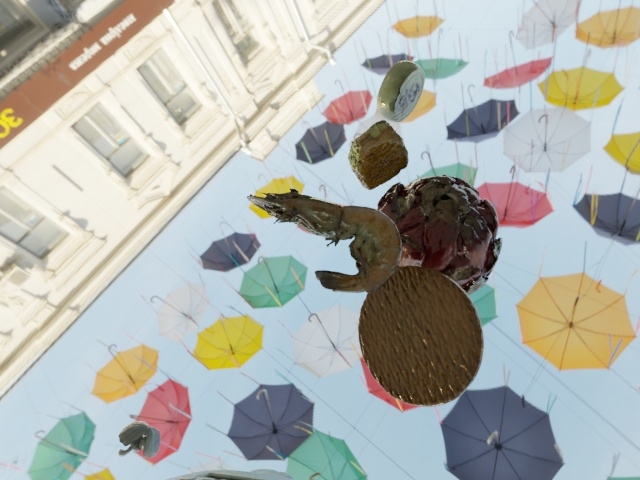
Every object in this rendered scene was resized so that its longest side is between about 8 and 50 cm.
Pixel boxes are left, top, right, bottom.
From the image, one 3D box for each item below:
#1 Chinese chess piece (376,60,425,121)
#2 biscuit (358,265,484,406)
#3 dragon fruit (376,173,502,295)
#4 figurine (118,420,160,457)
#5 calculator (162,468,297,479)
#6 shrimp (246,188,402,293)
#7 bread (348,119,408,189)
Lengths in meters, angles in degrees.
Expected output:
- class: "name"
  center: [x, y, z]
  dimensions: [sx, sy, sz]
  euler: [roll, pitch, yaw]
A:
- class: "Chinese chess piece"
  center: [0.199, -0.363, 1.011]
  dimensions: [0.058, 0.144, 0.144]
  euler: [35, -105, 24]
- class: "biscuit"
  center: [0.183, 0.177, 0.784]
  dimensions: [0.261, 0.037, 0.262]
  euler: [-7, -100, 41]
- class: "dragon fruit"
  center: [0.270, 0.004, 0.990]
  dimensions: [0.328, 0.329, 0.329]
  euler: [-12, -128, 16]
- class: "figurine"
  center: [-0.446, 0.489, 1.018]
  dimensions: [0.086, 0.082, 0.094]
  euler: [-3, -166, 3]
- class: "calculator"
  center: [-0.124, 0.336, 0.537]
  dimensions: [0.183, 0.295, 0.042]
  euler: [-6, -113, 21]
- class: "shrimp"
  center: [0.000, 0.000, 0.736]
  dimensions: [0.295, 0.058, 0.169]
  euler: [13, -112, 1]
- class: "bread"
  center: [0.132, -0.200, 0.962]
  dimensions: [0.140, 0.128, 0.069]
  euler: [-34, -146, 15]
